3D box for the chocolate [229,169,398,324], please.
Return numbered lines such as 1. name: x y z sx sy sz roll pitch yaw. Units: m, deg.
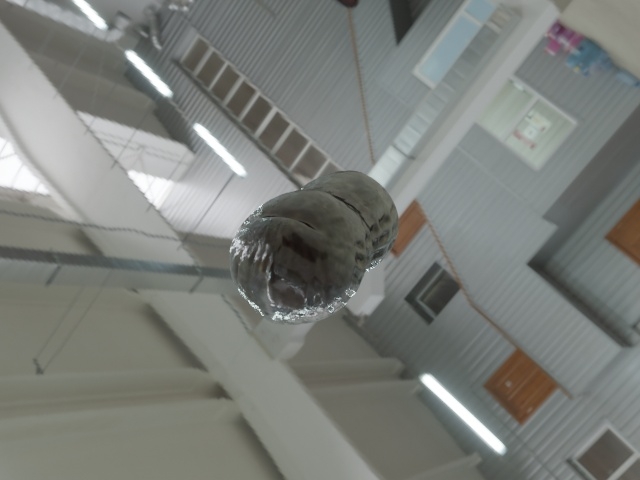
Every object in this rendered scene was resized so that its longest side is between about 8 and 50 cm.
1. chocolate: 0.000 0.000 0.440 0.072 0.072 0.167 39 -157 4
